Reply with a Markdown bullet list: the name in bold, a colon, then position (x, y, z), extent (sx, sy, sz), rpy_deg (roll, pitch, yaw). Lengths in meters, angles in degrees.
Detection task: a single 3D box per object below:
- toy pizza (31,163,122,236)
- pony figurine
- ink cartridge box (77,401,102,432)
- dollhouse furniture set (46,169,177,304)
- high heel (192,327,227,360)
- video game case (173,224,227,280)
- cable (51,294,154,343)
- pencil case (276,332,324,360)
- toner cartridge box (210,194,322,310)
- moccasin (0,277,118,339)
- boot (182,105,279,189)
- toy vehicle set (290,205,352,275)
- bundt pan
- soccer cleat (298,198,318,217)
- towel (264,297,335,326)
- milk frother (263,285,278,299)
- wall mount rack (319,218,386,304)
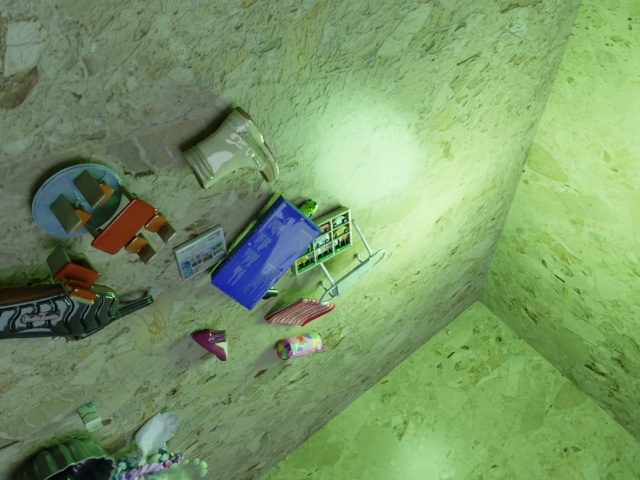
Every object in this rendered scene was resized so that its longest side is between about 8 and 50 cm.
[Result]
- **toy pizza**: position (-0.544, -0.093, 1.223), extent (0.201, 0.032, 0.201), rpy_deg (-32, 150, -22)
- **pony figurine**: position (-0.645, 0.875, 2.106), extent (0.351, 0.303, 0.363), rpy_deg (-32, 165, -17)
- **ink cartridge box**: position (-0.740, 0.569, 1.751), extent (0.048, 0.083, 0.028), rpy_deg (-23, 144, -34)
- **dollhouse furniture set**: position (-0.488, 0.007, 1.249), extent (0.259, 0.135, 0.262), rpy_deg (-46, 152, 2)
- **high heel**: position (-0.399, 0.387, 1.990), extent (0.117, 0.082, 0.244), rpy_deg (-2, 154, -9)
- **video game case**: position (-0.357, 0.037, 1.635), extent (0.157, 0.019, 0.143), rpy_deg (-31, 148, -24)
- **cable**: position (-0.587, 0.195, 1.487), extent (0.287, 0.072, 0.139), rpy_deg (-30, 176, -38)
- **pencil case**: position (-0.089, 0.472, 2.436), extent (0.236, 0.104, 0.104), rpy_deg (-1, 129, -50)
- **toner cartridge box**: position (-0.174, 0.041, 1.724), extent (0.165, 0.075, 0.348), rpy_deg (40, 97, -24)
- **moccasin**: position (-0.673, 0.161, 1.289), extent (0.380, 0.147, 0.139), rpy_deg (-10, 119, -40)
- **boot**: position (-0.229, -0.197, 1.424), extent (0.203, 0.095, 0.262), rpy_deg (-41, 149, -8)
- **toy vehicle set**: position (0.000, 0.000, 1.971), extent (0.267, 0.035, 0.166), rpy_deg (-28, 129, -28)
- **bundt pan**: position (-0.871, 0.791, 1.826), extent (0.331, 0.124, 0.331), rpy_deg (-32, 147, -23)
- **soccer cleat**: position (-0.079, -0.074, 1.806), extent (0.179, 0.060, 0.072), rpy_deg (-30, 151, -28)
- **towel**: position (-0.076, 0.296, 2.230), extent (0.199, 0.031, 0.275), rpy_deg (-31, 155, 21)
- **milk frother**: position (-0.212, 0.130, 1.874), extent (0.135, 0.129, 0.143), rpy_deg (12, 75, -56)
- **wall mount rack**: position (0.095, 0.089, 2.171), extent (0.350, 0.130, 0.304), rpy_deg (-37, 153, -14)
